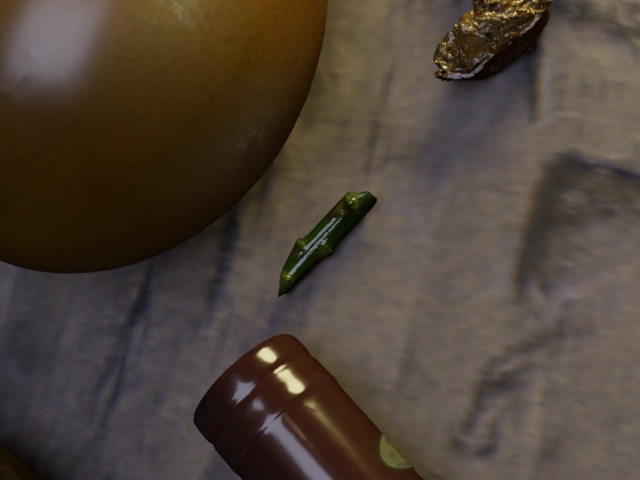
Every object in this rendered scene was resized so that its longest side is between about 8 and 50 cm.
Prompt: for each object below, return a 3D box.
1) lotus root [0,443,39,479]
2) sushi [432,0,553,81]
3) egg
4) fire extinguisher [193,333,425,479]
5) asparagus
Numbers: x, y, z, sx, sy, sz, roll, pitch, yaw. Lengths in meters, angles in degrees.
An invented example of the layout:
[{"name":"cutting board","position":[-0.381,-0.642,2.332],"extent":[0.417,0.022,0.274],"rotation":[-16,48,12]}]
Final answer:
[{"name":"lotus root","position":[-0.271,0.283,1.050],"extent":[0.193,0.193,0.290],"rotation":[-18,83,13]},{"name":"sushi","position":[0.131,-0.162,1.027],"extent":[0.061,0.060,0.118],"rotation":[31,92,21]},{"name":"egg","position":[-0.147,-0.139,0.987],"extent":[0.282,0.282,0.351],"rotation":[41,86,15]},{"name":"fire extinguisher","position":[0.066,0.214,0.993],"extent":[0.344,0.138,0.102],"rotation":[46,141,17]},{"name":"asparagus","position":[0.001,0.001,1.064],"extent":[0.108,0.025,0.021],"rotation":[-47,33,9]}]
